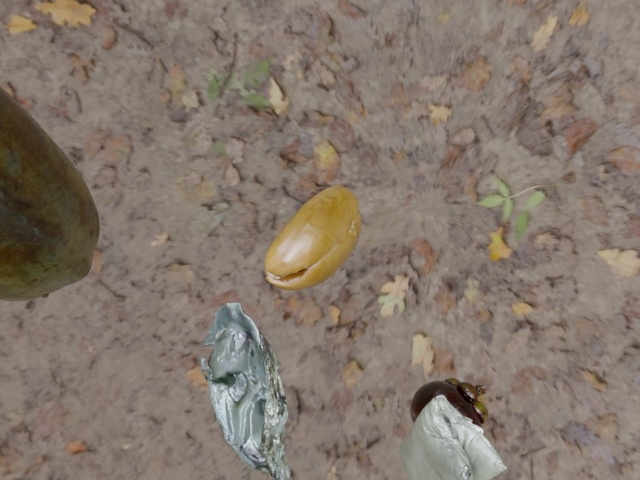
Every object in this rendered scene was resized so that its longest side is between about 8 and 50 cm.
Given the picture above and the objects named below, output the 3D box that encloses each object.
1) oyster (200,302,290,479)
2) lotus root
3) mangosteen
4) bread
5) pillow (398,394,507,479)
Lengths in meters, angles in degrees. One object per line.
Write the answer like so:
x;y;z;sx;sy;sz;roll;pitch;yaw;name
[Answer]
-0.096;0.221;1.090;0.252;0.087;0.199;52;129;11;oyster
-0.243;-0.045;0.508;0.123;0.241;0.124;24;71;36;lotus root
0.222;0.289;1.276;0.140;0.140;0.140;0;92;8;mangosteen
0.000;0.000;1.063;0.078;0.189;0.114;21;140;29;bread
0.179;0.317;1.101;0.078;0.181;0.134;-19;59;-28;pillow
